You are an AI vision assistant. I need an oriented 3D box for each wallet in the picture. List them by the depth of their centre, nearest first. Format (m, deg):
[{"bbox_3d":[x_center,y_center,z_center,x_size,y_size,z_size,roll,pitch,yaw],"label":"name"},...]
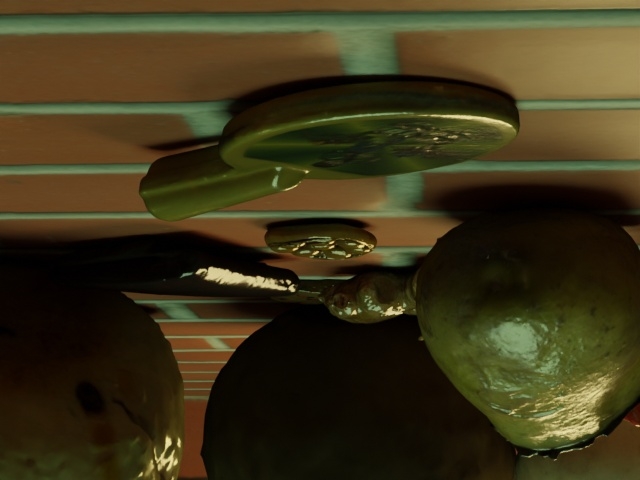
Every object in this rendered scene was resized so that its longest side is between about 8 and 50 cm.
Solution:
[{"bbox_3d":[-0.145,0.034,1.830,0.182,0.049,0.229,-3,172,29],"label":"wallet"}]

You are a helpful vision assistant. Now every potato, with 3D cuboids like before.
[{"bbox_3d":[0.191,0.056,1.568,0.229,0.229,0.266,-3,155,17],"label":"potato"}]

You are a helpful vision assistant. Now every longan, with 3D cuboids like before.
[{"bbox_3d":[0.055,0.277,2.285,0.404,0.404,0.436,-3,163,18],"label":"longan"}]

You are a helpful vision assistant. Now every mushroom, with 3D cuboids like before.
[{"bbox_3d":[0.414,0.289,2.287,0.315,0.356,0.315,0,-155,0],"label":"mushroom"}]

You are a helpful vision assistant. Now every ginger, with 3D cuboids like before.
[{"bbox_3d":[0.082,0.059,1.935,0.133,0.059,0.214,-2,173,-16],"label":"ginger"}]

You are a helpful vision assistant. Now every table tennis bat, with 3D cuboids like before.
[{"bbox_3d":[-0.007,-0.065,1.240,0.321,0.050,0.198,-13,166,40],"label":"table tennis bat"}]

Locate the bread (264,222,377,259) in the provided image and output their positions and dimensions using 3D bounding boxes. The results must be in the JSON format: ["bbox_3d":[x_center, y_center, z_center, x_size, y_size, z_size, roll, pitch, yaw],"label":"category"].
[{"bbox_3d":[0.000,0.000,1.677,0.110,0.024,0.110,0,170,0],"label":"bread"}]

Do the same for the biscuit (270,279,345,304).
[{"bbox_3d":[-0.002,0.062,2.080,0.130,0.019,0.119,-7,169,34],"label":"biscuit"}]

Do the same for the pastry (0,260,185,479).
[{"bbox_3d":[-0.331,0.211,1.857,0.388,0.388,0.312,4,130,-21],"label":"pastry"}]

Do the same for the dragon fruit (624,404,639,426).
[{"bbox_3d":[0.418,0.126,1.842,0.224,0.227,0.224,38,-174,-5],"label":"dragon fruit"}]
